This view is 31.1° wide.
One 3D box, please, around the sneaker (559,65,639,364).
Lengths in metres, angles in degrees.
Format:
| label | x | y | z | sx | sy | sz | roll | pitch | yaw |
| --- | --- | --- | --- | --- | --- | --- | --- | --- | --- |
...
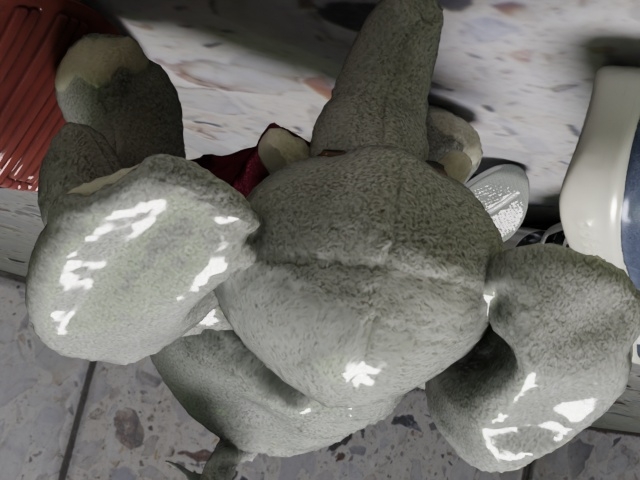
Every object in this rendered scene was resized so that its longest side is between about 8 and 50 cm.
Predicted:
| label | x | y | z | sx | sy | sz | roll | pitch | yaw |
| --- | --- | --- | --- | --- | --- | --- | --- | --- | --- |
| sneaker | 0.247 | 0.012 | 0.688 | 0.148 | 0.131 | 0.350 | 12 | 170 | 25 |

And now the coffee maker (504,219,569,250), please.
| label | x | y | z | sx | sy | sz | roll | pitch | yaw |
| --- | --- | --- | --- | --- | --- | --- | --- | --- | --- |
| coffee maker | 0.212 | 0.030 | 0.937 | 0.171 | 0.120 | 0.178 | -8 | -178 | -30 |

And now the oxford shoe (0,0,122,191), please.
| label | x | y | z | sx | sy | sz | roll | pitch | yaw |
| --- | --- | --- | --- | --- | --- | --- | --- | --- | --- |
| oxford shoe | -0.225 | -0.126 | 0.673 | 0.130 | 0.123 | 0.348 | 37 | -176 | 28 |

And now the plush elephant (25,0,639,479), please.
| label | x | y | z | sx | sy | sz | roll | pitch | yaw |
| --- | --- | --- | --- | --- | --- | --- | --- | --- | --- |
| plush elephant | 0.000 | 0.000 | 0.563 | 0.272 | 0.330 | 0.255 | 16 | 151 | -18 |

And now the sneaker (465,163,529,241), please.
| label | x | y | z | sx | sy | sz | roll | pitch | yaw |
| --- | --- | --- | --- | --- | --- | --- | --- | --- | --- |
| sneaker | 0.113 | -0.013 | 0.878 | 0.054 | 0.061 | 0.152 | 26 | 137 | -4 |
